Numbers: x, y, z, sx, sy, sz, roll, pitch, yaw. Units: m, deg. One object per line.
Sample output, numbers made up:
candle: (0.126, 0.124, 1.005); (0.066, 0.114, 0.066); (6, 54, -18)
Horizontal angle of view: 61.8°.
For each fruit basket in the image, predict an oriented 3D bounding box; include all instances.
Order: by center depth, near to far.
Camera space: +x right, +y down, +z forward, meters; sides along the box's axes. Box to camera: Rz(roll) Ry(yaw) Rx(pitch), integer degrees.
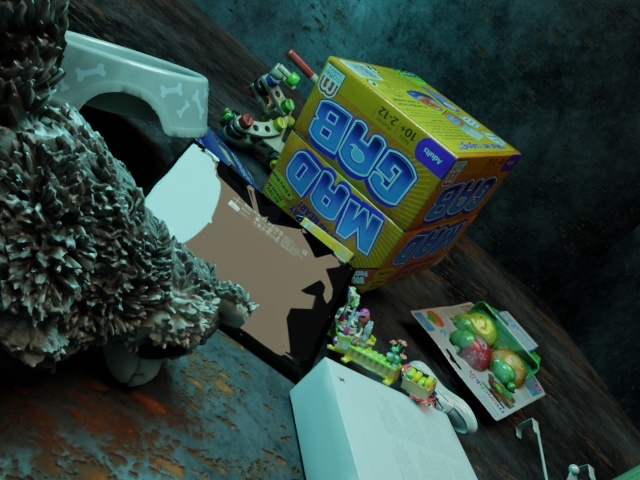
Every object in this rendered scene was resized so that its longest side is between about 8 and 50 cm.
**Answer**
fruit basket: (0.428, 0.288, 1.396); (0.353, 0.165, 0.327); (10, 37, -52)

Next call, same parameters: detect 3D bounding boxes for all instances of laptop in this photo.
laptop: (-0.156, 0.024, 1.012); (0.382, 0.236, 0.408); (38, 48, -12)

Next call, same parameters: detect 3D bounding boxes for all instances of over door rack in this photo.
over door rack: (0.597, 0.567, 1.213); (0.239, 0.108, 0.324); (40, 19, -11)

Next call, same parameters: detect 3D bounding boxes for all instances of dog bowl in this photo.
dog bowl: (-0.360, -0.283, 0.942); (0.349, 0.102, 0.349); (18, 17, -5)

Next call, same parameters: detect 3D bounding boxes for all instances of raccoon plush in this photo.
raccoon plush: (-0.179, -0.042, 0.524); (0.216, 0.446, 0.299); (39, 27, 32)

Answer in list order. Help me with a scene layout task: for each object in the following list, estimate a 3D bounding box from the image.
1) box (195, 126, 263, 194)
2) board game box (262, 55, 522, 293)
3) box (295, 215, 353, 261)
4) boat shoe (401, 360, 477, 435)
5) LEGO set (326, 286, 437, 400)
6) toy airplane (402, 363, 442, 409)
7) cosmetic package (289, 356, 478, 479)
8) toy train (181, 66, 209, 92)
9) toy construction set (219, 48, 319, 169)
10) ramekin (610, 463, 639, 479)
box: (-0.200, -0.163, 1.198); (0.136, 0.036, 0.225); (56, 6, 34)
board game box: (0.161, -0.155, 1.236); (0.356, 0.356, 0.356); (45, 32, 24)
box: (0.000, 0.000, 1.081); (0.136, 0.028, 0.081); (35, -9, -1)
boat shoe: (0.237, 0.325, 1.087); (0.063, 0.066, 0.184); (-15, 61, -52)
LEGO set: (0.094, 0.163, 0.948); (0.132, 0.107, 0.287); (16, 8, -28)
toy airplane: (0.172, 0.304, 1.012); (0.151, 0.028, 0.151); (25, 32, -17)
cosmetic package: (0.120, 0.364, 0.709); (0.284, 0.097, 0.377); (34, 20, -30)
toy train: (-0.356, -0.397, 1.431); (0.105, 0.080, 0.184); (40, 18, -26)
toy construction set: (-0.106, -0.341, 1.506); (0.237, 0.309, 0.257); (40, 26, -24)
ramekin: (0.886, 0.730, 1.374); (0.303, 0.148, 0.303); (37, 19, -16)
